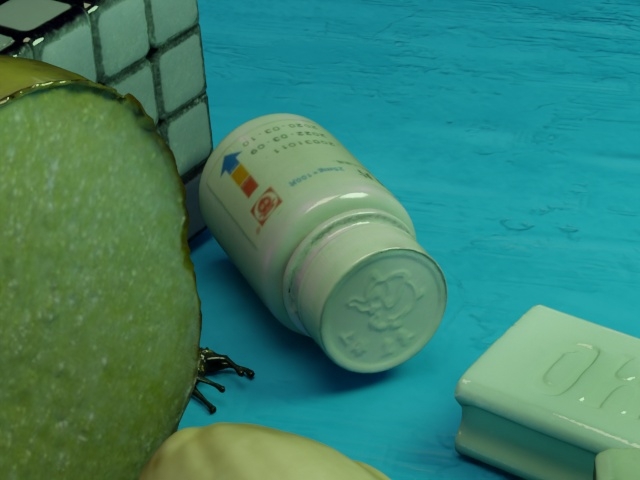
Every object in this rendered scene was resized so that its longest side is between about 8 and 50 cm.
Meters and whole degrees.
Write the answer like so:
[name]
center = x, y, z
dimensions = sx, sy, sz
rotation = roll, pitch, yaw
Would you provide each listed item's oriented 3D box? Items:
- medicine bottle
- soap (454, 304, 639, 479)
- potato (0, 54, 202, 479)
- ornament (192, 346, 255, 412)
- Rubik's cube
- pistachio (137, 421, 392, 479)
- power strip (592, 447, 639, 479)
[medicine bottle]
center = 0.000, 0.000, 1.577
dimensions = 0.170, 0.170, 0.293
rotation = -14, 33, -19
[soap]
center = 0.270, 0.161, 1.379
dimensions = 0.265, 0.087, 0.160
rotation = 19, 37, 31
[potato]
center = -0.328, 0.059, 1.285
dimensions = 0.319, 0.385, 0.442
rotation = 19, 73, 39
[ornament]
center = -0.134, 0.122, 1.524
dimensions = 0.125, 0.028, 0.073
rotation = 17, 37, 26
[Rubik's cube]
center = -0.342, -0.123, 1.638
dimensions = 0.337, 0.344, 0.344
rotation = 18, 39, 29
[pistachio]
center = -0.012, 0.252, 1.150
dimensions = 0.214, 0.193, 0.318
rotation = -30, 44, -30
[power strip]
center = 0.271, 0.273, 1.149
dimensions = 0.139, 0.140, 0.224
rotation = 2, 31, 4
